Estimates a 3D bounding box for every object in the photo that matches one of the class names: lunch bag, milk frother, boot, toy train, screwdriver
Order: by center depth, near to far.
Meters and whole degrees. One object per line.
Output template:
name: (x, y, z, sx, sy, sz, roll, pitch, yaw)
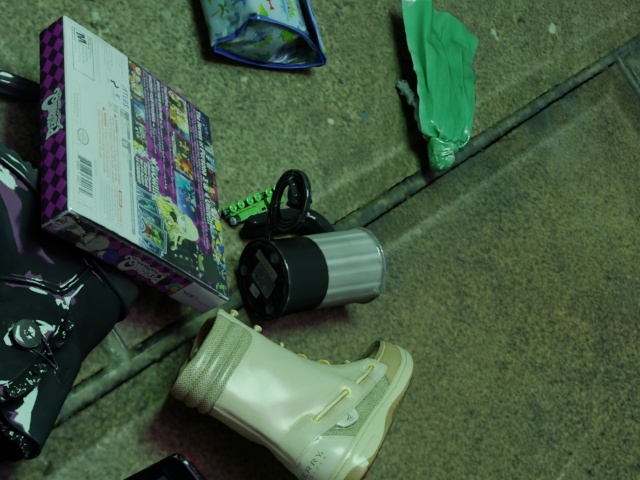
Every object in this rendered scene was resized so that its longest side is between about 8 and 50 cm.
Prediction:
boot: (-0.287, 0.044, 1.080, 0.246, 0.094, 0.207, 47, 43, -17)
screwdriver: (-0.344, -0.165, 1.200, 0.170, 0.024, 0.025, 19, 28, -22)
boot: (-0.024, 0.130, 1.239, 0.203, 0.095, 0.262, 31, 27, 2)
milk frother: (0.000, 0.000, 1.299, 0.135, 0.143, 0.129, -8, 69, -41)
toy train: (-0.070, -0.037, 1.348, 0.083, 0.017, 0.023, -27, 96, -43)
lunch bag: (-0.057, -0.266, 1.430, 0.151, 0.096, 0.128, 12, 57, -50)

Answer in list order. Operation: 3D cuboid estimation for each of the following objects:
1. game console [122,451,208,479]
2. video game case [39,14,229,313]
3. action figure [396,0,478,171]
game console: (-0.136, 0.261, 1.055, 0.124, 0.144, 0.085, 52, 46, -4)
video game case: (-0.175, -0.070, 1.197, 0.210, 0.042, 0.232, 33, 38, -45)
action figure: (0.144, -0.183, 1.559, 0.137, 0.063, 0.232, 22, 52, -30)
